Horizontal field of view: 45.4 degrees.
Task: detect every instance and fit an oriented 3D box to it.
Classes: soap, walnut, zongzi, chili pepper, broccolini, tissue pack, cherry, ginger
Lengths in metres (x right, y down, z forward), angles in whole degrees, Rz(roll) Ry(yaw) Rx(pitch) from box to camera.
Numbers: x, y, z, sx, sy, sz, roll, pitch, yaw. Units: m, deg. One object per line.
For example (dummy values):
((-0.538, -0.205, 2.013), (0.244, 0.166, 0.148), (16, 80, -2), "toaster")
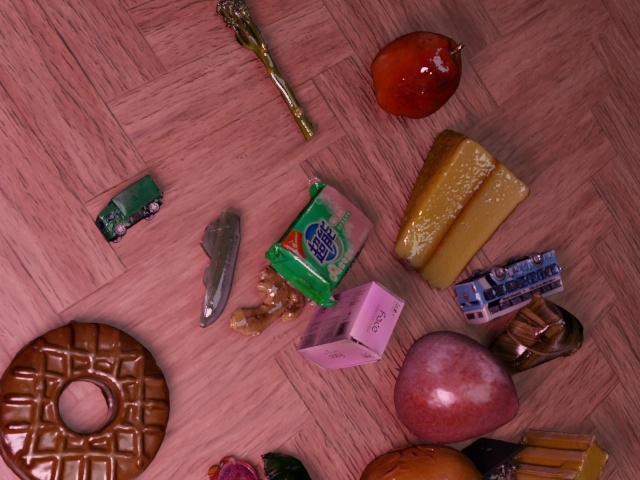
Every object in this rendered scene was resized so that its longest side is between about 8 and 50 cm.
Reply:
((-0.001, 0.001, 1.730), (0.218, 0.098, 0.273), (39, 43, -2), "soap")
((0.205, 0.544, 1.667), (0.298, 0.203, 0.203), (-9, 80, -6), "walnut")
((0.539, 0.288, 1.984), (0.286, 0.288, 0.134), (25, 19, -51), "zongzi")
((-0.050, 0.563, 1.575), (0.148, 0.116, 0.264), (-6, 82, -44), "chili pepper")
((-0.121, -0.422, 1.853), (0.074, 0.079, 0.392), (-40, 104, -40), "broccolini")
((0.568, 0.534, 1.849), (0.076, 0.233, 0.135), (51, 61, -14), "soap")
((0.063, 0.188, 1.665), (0.092, 0.246, 0.148), (34, 64, -16), "tissue pack")
((0.303, 0.339, 1.750), (0.261, 0.307, 0.221), (-61, 151, -28), "cherry")
((-0.120, 0.131, 1.696), (0.214, 0.059, 0.133), (-20, 94, -30), "ginger")

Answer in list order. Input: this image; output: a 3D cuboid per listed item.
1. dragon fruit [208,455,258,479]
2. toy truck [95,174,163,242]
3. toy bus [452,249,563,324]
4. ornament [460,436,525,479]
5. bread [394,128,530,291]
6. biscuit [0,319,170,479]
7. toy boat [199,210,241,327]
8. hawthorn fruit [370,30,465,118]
((-0.179, 0.508, 1.563), (0.112, 0.068, 0.126), (-27, 76, -47), "dragon fruit")
((-0.398, -0.062, 1.596), (0.147, 0.065, 0.079), (-42, 95, -30), "toy truck")
((0.494, 0.116, 1.996), (0.297, 0.106, 0.131), (-16, 86, -28), "toy bus")
((0.416, 0.591, 1.815), (0.166, 0.153, 0.196), (-24, 98, -30), "ornament")
((0.323, -0.075, 1.986), (0.233, 0.245, 0.362), (36, 93, -16), "bread")
((-0.443, 0.315, 1.435), (0.332, 0.103, 0.332), (12, 63, -25), "biscuit")
((-0.228, 0.063, 1.649), (0.085, 0.078, 0.260), (9, 70, 0), "toy boat")
((0.257, -0.430, 1.927), (0.224, 0.261, 0.224), (11, 70, -32), "hawthorn fruit")
